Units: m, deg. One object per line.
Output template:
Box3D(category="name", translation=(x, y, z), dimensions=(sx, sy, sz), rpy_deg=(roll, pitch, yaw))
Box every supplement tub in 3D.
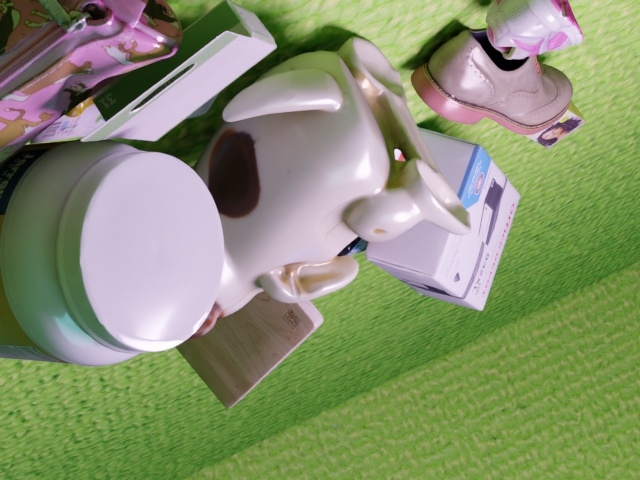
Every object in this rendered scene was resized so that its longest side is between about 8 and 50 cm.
Box3D(category="supplement tub", translation=(-0.278, 0.012, 1.254), dimensions=(0.316, 0.228, 0.228), rpy_deg=(-1, -179, 38))

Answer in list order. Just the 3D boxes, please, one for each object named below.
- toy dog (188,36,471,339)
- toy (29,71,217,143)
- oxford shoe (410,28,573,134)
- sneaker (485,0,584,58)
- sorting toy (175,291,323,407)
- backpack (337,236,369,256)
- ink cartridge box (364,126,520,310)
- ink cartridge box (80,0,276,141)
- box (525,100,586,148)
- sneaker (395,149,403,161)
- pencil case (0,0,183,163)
Box3D(category="toy dog", translation=(-0.074, -0.036, 1.503), dimensions=(0.408, 0.284, 0.395), rpy_deg=(-32, 168, 19))
Box3D(category="toy", translation=(-0.200, -0.177, 1.323), dimensions=(0.237, 0.056, 0.137), rpy_deg=(-20, 162, -42))
Box3D(category="oxford shoe", translation=(0.285, -0.238, 1.764), dimensions=(0.348, 0.123, 0.130), rpy_deg=(-7, 146, -49))
Box3D(category="sneaker", translation=(0.277, -0.296, 1.621), dimensions=(0.111, 0.103, 0.252), rpy_deg=(-24, 173, 17))
Box3D(category="sorting toy", translation=(-0.131, 0.074, 1.793), dimensions=(0.089, 0.257, 0.255), rpy_deg=(-33, 171, -49))
Box3D(category="backpack", translation=(0.045, -0.036, 1.947), dimensions=(0.084, 0.114, 0.105), rpy_deg=(-8, 152, -46))
Box3D(category="ink cartridge box", translation=(0.209, -0.027, 1.998), dimensions=(0.307, 0.129, 0.223), rpy_deg=(32, 76, -66))
Box3D(category="ink cartridge box", translation=(-0.142, -0.163, 1.173), dimensions=(0.171, 0.056, 0.235), rpy_deg=(-36, 177, 10))
Box3D(category="box", translation=(0.368, -0.215, 2.033), dimensions=(0.087, 0.058, 0.232), rpy_deg=(-36, 159, 21))
Box3D(category="sneaker", translation=(0.009, -0.095, 1.781), dimensions=(0.145, 0.090, 0.270), rpy_deg=(-13, 158, -45))
Box3D(category="pencil case", translation=(-0.316, -0.134, 1.113), dimensions=(0.386, 0.160, 0.167), rpy_deg=(-33, 154, 13))
